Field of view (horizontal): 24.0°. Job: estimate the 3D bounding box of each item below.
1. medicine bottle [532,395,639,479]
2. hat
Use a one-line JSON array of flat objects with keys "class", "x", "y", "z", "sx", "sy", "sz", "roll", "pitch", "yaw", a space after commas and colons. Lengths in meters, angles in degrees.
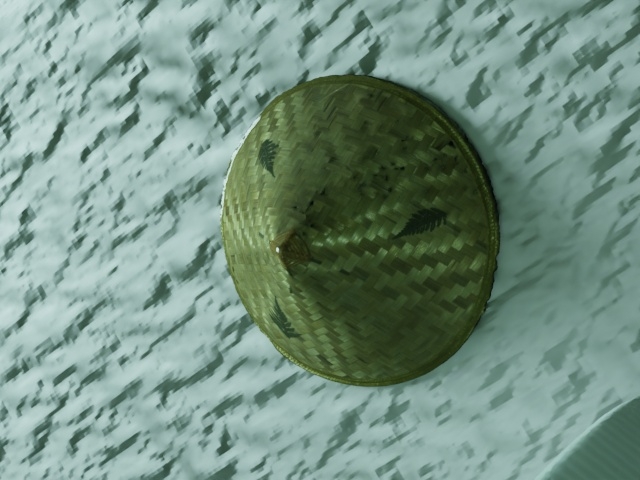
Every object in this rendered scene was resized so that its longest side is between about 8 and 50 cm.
[{"class": "medicine bottle", "x": 0.187, "y": 0.213, "z": 0.513, "sx": 0.332, "sy": 0.190, "sz": 0.190, "roll": 34, "pitch": 113, "yaw": 21}, {"class": "hat", "x": 0.000, "y": 0.000, "z": 0.661, "sx": 0.146, "sy": 0.067, "sz": 0.146, "roll": 5, "pitch": 100, "yaw": 30}]
